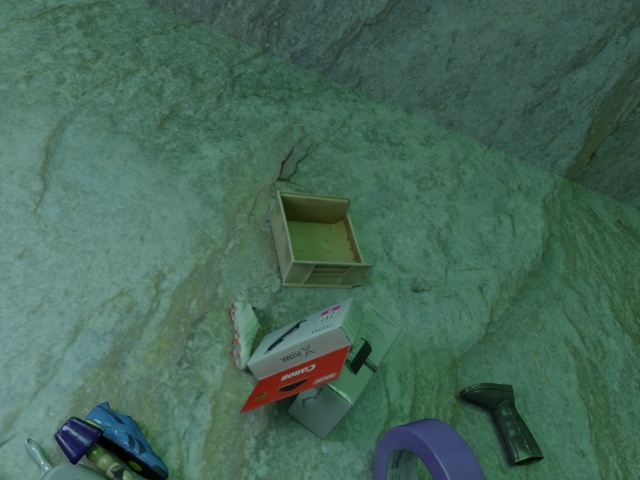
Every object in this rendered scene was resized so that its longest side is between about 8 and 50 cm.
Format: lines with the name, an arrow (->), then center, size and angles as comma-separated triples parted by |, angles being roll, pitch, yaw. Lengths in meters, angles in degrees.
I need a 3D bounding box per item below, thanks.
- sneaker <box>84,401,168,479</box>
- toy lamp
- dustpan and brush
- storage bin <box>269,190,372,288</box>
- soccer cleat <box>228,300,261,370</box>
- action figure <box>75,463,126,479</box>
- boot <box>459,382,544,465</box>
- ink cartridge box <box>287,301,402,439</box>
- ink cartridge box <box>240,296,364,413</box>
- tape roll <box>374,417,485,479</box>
sneaker -> -0.382, 0.404, 1.161 | 0.209, 0.069, 0.082 | 34, 40, 6
toy lamp -> -0.383, 0.440, 1.084 | 0.274, 0.080, 0.080 | 43, 44, -5
dustpan and brush -> -0.495, 0.452, 1.077 | 0.211, 0.060, 0.147 | 52, 35, 13
storage bin -> 0.000, 0.000, 1.678 | 0.260, 0.123, 0.262 | 3, 49, -23
soccer cleat -> -0.182, 0.232, 1.420 | 0.076, 0.068, 0.196 | 9, 44, -22
action figure -> -0.329, 0.555, 0.962 | 0.341, 0.178, 0.331 | -18, 81, -27
boot -> 0.477, 0.486, 1.511 | 0.189, 0.076, 0.209 | 5, 55, -19
ink cartridge box -> 0.060, 0.310, 1.368 | 0.114, 0.197, 0.273 | 36, 46, 9
ink cartridge box -> -0.051, 0.255, 1.286 | 0.060, 0.275, 0.239 | 57, 27, -12
tape roll -> 0.226, 0.522, 1.198 | 0.090, 0.275, 0.275 | -5, 53, -29
